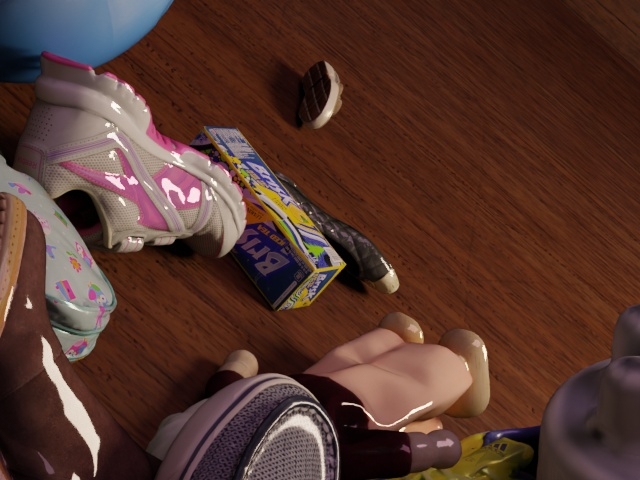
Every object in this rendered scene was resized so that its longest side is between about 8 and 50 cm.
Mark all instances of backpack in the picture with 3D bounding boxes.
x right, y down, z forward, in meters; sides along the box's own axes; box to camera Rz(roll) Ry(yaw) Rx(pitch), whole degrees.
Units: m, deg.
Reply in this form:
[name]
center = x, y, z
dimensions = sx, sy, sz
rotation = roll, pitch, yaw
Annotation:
[backpack]
center = -0.217, 0.014, 0.901
dimensions = 0.182, 0.115, 0.152
rotation = 54, 24, 17

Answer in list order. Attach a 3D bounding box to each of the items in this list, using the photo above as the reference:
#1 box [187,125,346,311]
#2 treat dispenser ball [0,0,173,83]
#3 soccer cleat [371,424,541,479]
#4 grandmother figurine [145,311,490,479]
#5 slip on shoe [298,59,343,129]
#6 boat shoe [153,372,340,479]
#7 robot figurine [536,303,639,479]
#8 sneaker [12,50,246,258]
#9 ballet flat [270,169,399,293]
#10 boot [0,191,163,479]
[box]
center = -0.056, -0.020, 1.254
dimensions = 0.169, 0.059, 0.054
rotation = 52, 28, 19
[treat dispenser ball]
center = -0.235, -0.267, 1.116
dimensions = 0.288, 0.288, 0.288
rotation = 33, 26, -19
[soccer cleat]
center = 0.097, 0.189, 1.070
dimensions = 0.093, 0.121, 0.289
rotation = 52, 27, 19
[grandmother figurine]
center = 0.002, 0.132, 1.033
dimensions = 0.342, 0.208, 0.104
rotation = -16, 106, -53
[slip on shoe]
center = 0.005, -0.153, 1.576
dimensions = 0.041, 0.051, 0.135
rotation = 45, 16, -22
[boat shoe]
center = -0.017, 0.198, 0.727
dimensions = 0.127, 0.158, 0.340
rotation = 47, 42, -29
[robot figurine]
center = 0.254, 0.222, 1.044
dimensions = 0.200, 0.353, 0.300
rotation = 10, 29, 19
[sneaker]
center = -0.154, -0.039, 1.111
dimensions = 0.103, 0.111, 0.252
rotation = 21, -13, 39
[ballet flat]
center = 0.000, 0.000, 1.338
dimensions = 0.173, 0.057, 0.049
rotation = 36, 66, -11
[boot]
center = -0.141, 0.116, 0.812
dimensions = 0.207, 0.090, 0.248
rotation = 27, 60, -41
